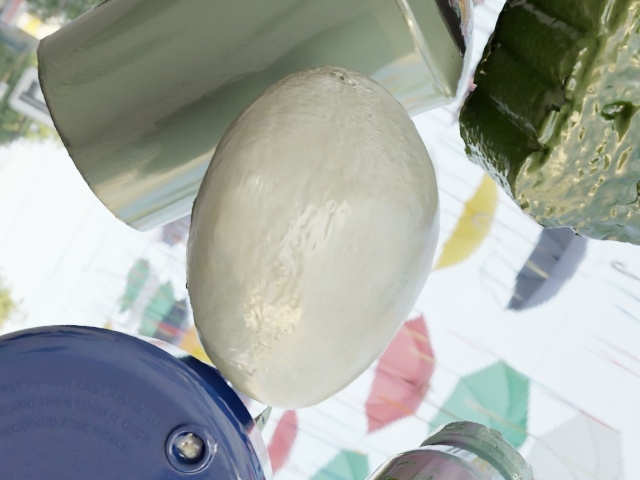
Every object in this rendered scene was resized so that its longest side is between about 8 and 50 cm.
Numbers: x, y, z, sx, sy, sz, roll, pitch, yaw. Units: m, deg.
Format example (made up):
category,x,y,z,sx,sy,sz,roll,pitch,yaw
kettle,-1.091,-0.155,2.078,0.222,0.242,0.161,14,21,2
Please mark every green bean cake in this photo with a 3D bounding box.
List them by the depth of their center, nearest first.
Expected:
category,x,y,z,sx,sy,sz,roll,pitch,yaw
green bean cake,0.334,-0.149,1.071,0.218,0.319,0.335,-122,-135,-60

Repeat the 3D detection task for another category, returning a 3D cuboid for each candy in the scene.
category,x,y,z,sx,sy,sz,roll,pitch,yaw
candy,0.000,0.000,0.926,0.185,0.295,0.295,10,-116,23

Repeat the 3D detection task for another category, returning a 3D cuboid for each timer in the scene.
category,x,y,z,sx,sy,sz,roll,pitch,yaw
timer,-0.147,0.187,0.872,0.270,0.270,0.383,-59,175,3

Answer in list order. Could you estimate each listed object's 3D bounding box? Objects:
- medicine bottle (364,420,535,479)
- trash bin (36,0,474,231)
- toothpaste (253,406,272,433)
category,x,y,z,sx,sy,sz,roll,pitch,yaw
medicine bottle,0.164,0.404,1.538,0.245,0.245,0.290,-45,172,34
trash bin,-0.051,-0.206,1.166,0.432,0.280,0.280,-26,-150,11
toothpaste,-0.120,0.286,1.357,0.239,0.039,0.062,-56,174,36
